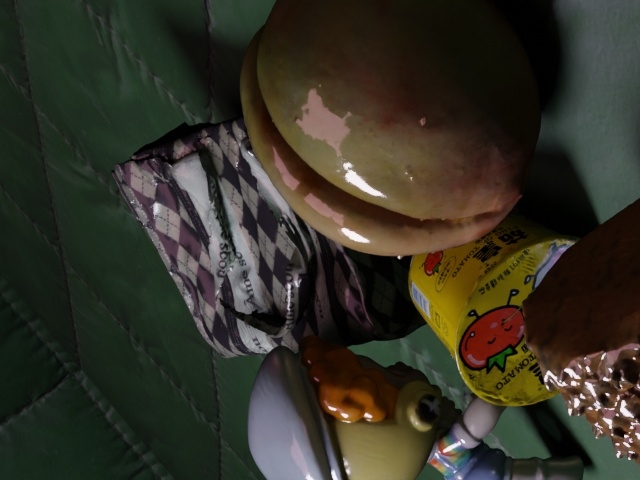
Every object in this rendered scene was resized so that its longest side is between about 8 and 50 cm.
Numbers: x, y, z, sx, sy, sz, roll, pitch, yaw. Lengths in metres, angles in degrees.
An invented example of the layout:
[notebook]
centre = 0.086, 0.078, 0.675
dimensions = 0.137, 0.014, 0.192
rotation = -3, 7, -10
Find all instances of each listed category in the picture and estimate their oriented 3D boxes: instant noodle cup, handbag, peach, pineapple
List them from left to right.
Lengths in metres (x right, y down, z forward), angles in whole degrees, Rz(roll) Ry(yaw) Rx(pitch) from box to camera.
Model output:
[handbag]
centre = -0.045, -0.030, 2.264
dimensions = 0.416, 0.180, 0.316
rotation = -9, 112, 59
[peach]
centre = 0.066, -0.126, 1.771
dimensions = 0.292, 0.247, 0.292
rotation = 18, 140, 15
[instant noodle cup]
centre = 0.177, 0.050, 1.903
dimensions = 0.144, 0.182, 0.182
rotation = 43, 159, 53
[pineapple]
centre = 0.339, 0.139, 1.688
dimensions = 0.362, 0.202, 0.202
rotation = 47, 165, -23

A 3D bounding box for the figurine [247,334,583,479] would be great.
[figurine]
centre = 0.103, 0.236, 2.137
dimensions = 0.382, 0.205, 0.224
rotation = 14, 171, -1
